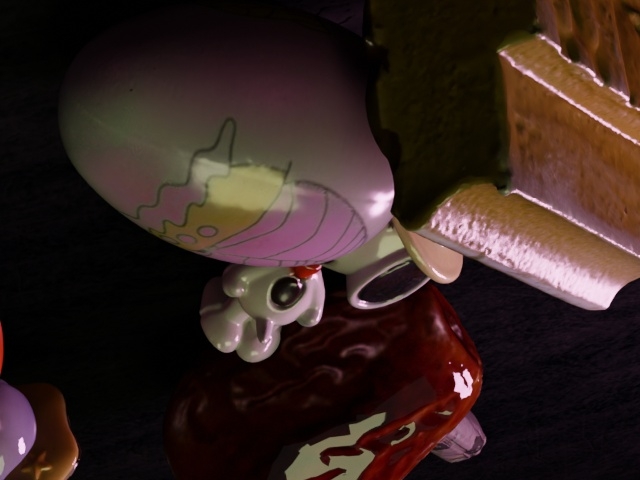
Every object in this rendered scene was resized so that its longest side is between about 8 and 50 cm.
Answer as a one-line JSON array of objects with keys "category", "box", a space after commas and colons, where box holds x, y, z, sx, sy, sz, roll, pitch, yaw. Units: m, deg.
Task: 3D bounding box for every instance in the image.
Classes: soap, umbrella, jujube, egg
[{"category": "soap", "box": [0.155, -0.102, 1.187, 0.143, 0.259, 0.281, -13, 161, 31]}, {"category": "umbrella", "box": [0.103, 0.185, 1.868, 0.067, 0.073, 0.337, -44, 147, 5]}, {"category": "jujube", "box": [0.002, 0.165, 1.630, 0.318, 0.223, 0.223, -32, 150, 10]}, {"category": "egg", "box": [-0.055, -0.076, 1.181, 0.271, 0.196, 0.196, 0, 147, -44]}]

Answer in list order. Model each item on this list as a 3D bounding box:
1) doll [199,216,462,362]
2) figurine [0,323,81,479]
[{"category": "doll", "box": [0.014, 0.010, 1.465, 0.208, 0.144, 0.271, 10, 142, -9]}, {"category": "figurine", "box": [-0.341, 0.150, 1.438, 0.208, 0.181, 0.257, 3, 150, 20]}]
